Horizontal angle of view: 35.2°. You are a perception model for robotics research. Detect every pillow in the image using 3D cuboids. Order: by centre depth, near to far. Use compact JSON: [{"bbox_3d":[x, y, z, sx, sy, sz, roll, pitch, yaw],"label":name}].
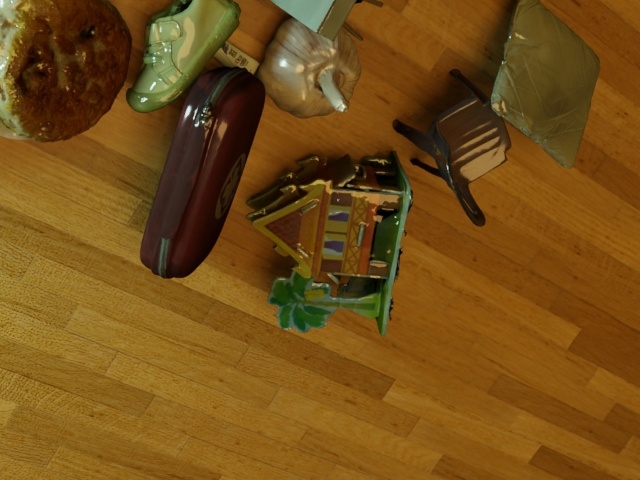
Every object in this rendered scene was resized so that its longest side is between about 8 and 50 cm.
[{"bbox_3d":[0.448,-0.321,2.020,0.274,0.076,0.280,29,68,-35],"label":"pillow"}]

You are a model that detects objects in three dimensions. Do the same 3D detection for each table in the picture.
[{"bbox_3d":[0.006,-0.435,1.772,0.111,0.240,0.121,20,107,-39],"label":"table"}]

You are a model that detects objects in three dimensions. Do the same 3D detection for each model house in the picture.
[{"bbox_3d":[0.000,0.000,2.025,0.313,0.242,0.357,6,115,-5],"label":"model house"}]

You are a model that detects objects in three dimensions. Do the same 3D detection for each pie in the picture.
[{"bbox_3d":[-0.432,-0.304,1.666,0.315,0.092,0.315,-37,133,-51],"label":"pie"}]

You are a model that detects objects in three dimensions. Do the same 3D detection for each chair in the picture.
[{"bbox_3d":[0.283,-0.179,1.943,0.183,0.326,0.175,-32,120,-1],"label":"chair"}]

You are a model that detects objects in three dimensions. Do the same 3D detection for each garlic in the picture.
[{"bbox_3d":[-0.004,-0.296,1.841,0.199,0.226,0.199,-10,123,-16],"label":"garlic"}]

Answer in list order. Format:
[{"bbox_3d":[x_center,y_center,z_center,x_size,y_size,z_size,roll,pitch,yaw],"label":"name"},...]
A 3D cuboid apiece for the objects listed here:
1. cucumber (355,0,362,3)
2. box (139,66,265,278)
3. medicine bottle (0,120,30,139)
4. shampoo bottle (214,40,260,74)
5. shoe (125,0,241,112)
[{"bbox_3d":[0.080,-0.547,1.846,0.069,0.069,0.227,3,109,-22],"label":"cucumber"},{"bbox_3d":[-0.211,-0.121,1.834,0.108,0.263,0.404,23,113,5],"label":"box"},{"bbox_3d":[-0.517,-0.273,1.740,0.086,0.086,0.183,8,112,-23],"label":"medicine bottle"},{"bbox_3d":[-0.178,-0.347,1.862,0.141,0.034,0.049,34,103,-28],"label":"shampoo bottle"},{"bbox_3d":[-0.253,-0.339,1.763,0.262,0.140,0.128,-45,104,-4],"label":"shoe"}]
